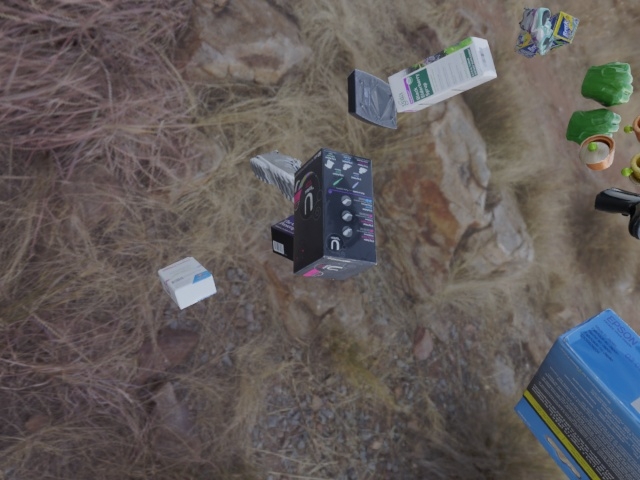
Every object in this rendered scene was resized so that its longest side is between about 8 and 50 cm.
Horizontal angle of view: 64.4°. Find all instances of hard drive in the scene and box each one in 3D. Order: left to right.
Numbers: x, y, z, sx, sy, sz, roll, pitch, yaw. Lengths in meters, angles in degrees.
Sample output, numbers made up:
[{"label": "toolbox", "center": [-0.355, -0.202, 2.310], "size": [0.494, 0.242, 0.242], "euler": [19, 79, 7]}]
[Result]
[{"label": "hard drive", "center": [0.184, -0.495, 1.813], "size": [0.254, 0.054, 0.172], "euler": [4, 83, -49]}]

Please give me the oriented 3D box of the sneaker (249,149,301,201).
[{"label": "sneaker", "center": [-0.091, -0.205, 1.518], "size": [0.115, 0.281, 0.105], "euler": [-40, 145, -21]}]

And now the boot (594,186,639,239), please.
[{"label": "boot", "center": [0.958, -0.089, 1.595], "size": [0.246, 0.207, 0.094], "euler": [-25, 118, -29]}]

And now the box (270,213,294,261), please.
[{"label": "box", "center": [0.000, 0.000, 1.586], "size": [0.184, 0.261, 0.103], "euler": [-29, 128, -40]}]

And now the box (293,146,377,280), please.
[{"label": "box", "center": [0.029, -0.058, 1.218], "size": [0.143, 0.165, 0.271], "euler": [9, 68, -26]}]

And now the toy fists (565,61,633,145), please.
[{"label": "toy fists", "center": [0.918, -0.434, 1.652], "size": [0.096, 0.142, 0.279], "euler": [8, 105, -27]}]

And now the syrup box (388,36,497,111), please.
[{"label": "syrup box", "center": [0.292, -0.396, 1.238], "size": [0.096, 0.236, 0.093], "euler": [-19, 94, -49]}]

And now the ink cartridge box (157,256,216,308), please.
[{"label": "ink cartridge box", "center": [-0.302, 0.093, 1.146], "size": [0.088, 0.122, 0.052], "euler": [-25, 122, -26]}]

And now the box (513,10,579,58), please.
[{"label": "box", "center": [0.546, -0.498, 1.239], "size": [0.054, 0.169, 0.059], "euler": [16, 95, -12]}]

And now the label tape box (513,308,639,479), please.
[{"label": "label tape box", "center": [0.464, 0.294, 0.822], "size": [0.241, 0.105, 0.334], "euler": [55, -14, 33]}]

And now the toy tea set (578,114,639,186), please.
[{"label": "toy tea set", "center": [0.760, -0.241, 1.131], "size": [0.124, 0.336, 0.200], "euler": [47, 23, -44]}]

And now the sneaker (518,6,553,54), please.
[{"label": "sneaker", "center": [0.423, -0.420, 1.010], "size": [0.038, 0.069, 0.098], "euler": [-38, 135, -11]}]
